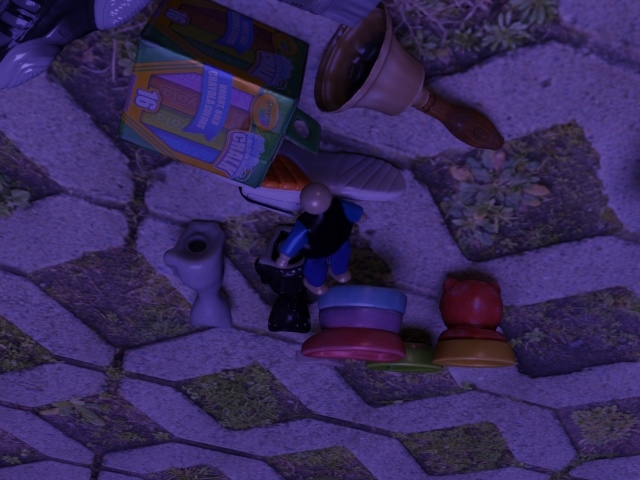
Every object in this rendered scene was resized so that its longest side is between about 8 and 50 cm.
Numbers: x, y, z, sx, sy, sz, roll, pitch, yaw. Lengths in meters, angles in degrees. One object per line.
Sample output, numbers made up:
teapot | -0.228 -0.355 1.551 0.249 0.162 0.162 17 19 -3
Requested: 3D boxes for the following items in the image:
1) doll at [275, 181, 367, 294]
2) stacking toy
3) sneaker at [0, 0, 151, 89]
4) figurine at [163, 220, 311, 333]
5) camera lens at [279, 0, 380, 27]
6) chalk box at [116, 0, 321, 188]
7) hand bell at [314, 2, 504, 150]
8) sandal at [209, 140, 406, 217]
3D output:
doll | 0.000 0.000 0.741 0.129 0.046 0.189 -27 147 -15
stacking toy | 0.114 0.129 0.942 0.309 0.130 0.279 9 162 -18
sneaker | -0.299 -0.265 0.603 0.269 0.101 0.153 -22 127 16
figurine | -0.116 0.076 0.919 0.215 0.092 0.209 3 137 2
camera lens | -0.049 -0.318 0.447 0.274 0.219 0.219 22 131 -16
chalk box | -0.093 -0.159 0.661 0.213 0.132 0.132 18 132 -14
hand bell | 0.126 -0.155 0.684 0.242 0.126 0.126 21 132 -30
sandal | -0.025 -0.068 0.762 0.266 0.102 0.076 9 132 -8
